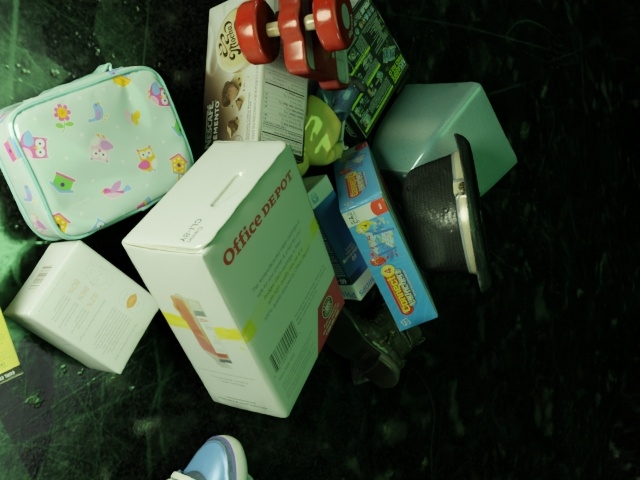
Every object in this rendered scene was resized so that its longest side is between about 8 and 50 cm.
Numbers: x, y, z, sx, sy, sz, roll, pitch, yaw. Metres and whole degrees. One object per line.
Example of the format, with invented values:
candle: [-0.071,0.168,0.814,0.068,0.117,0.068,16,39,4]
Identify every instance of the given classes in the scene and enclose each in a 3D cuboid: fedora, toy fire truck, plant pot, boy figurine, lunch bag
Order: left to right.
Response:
lunch bag: [-0.338,-0.142,0.989,0.279,0.108,0.224,-36,112,-42]
toy fire truck: [-0.021,-0.411,1.082,0.254,0.169,0.302,-19,103,-69]
boy figurine: [-0.013,-0.219,1.290,0.177,0.092,0.285,39,77,-36]
plant pot: [0.267,-0.199,1.552,0.252,0.247,0.248,-50,124,-19]
fedora: [0.259,-0.049,1.353,0.334,0.153,0.334,-9,90,-73]

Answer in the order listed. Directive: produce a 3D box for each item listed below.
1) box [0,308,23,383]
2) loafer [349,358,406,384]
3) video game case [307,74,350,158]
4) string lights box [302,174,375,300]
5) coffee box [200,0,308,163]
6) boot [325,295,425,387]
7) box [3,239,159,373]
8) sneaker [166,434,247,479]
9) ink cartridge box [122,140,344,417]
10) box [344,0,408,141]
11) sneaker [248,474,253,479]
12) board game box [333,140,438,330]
box: [-0.471,0.078,0.852,0.058,0.087,0.232,-27,106,-47]
loafer: [0.132,0.297,1.510,0.170,0.062,0.061,4,94,-37]
video game case: [-0.031,-0.267,1.338,0.201,0.023,0.183,0,100,-38]
string lights box: [0.000,0.000,1.323,0.077,0.133,0.259,-48,122,-36]
coffee box: [-0.118,-0.286,1.187,0.119,0.168,0.297,9,82,-46]
boot: [0.119,0.191,1.477,0.263,0.091,0.229,48,34,-6]
box: [-0.352,0.101,0.972,0.170,0.091,0.130,47,55,-34]
sneaker: [-0.260,0.451,1.022,0.236,0.130,0.322,35,69,-45]
ink cartridge box: [-0.119,0.061,1.088,0.279,0.160,0.384,-58,143,-40]
box: [0.084,-0.398,1.489,0.216,0.060,0.270,51,54,-33]
sneaker: [-0.179,0.542,1.151,0.258,0.094,0.091,-67,152,-21]
board game box: [0.132,-0.018,1.378,0.308,0.086,0.302,-94,158,-63]
